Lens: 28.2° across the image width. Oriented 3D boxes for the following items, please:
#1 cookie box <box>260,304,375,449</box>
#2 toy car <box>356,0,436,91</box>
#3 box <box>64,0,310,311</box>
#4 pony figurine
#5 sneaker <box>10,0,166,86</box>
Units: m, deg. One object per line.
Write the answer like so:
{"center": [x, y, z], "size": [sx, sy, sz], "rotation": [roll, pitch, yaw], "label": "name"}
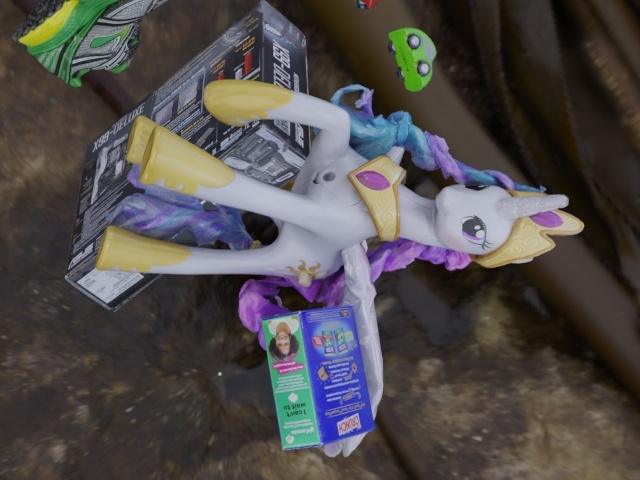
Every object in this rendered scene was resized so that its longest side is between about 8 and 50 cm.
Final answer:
{"center": [-0.001, 0.110, 1.037], "size": [0.040, 0.092, 0.107], "rotation": [-13, 84, 29], "label": "cookie box"}
{"center": [0.124, -0.337, 1.910], "size": [0.053, 0.239, 0.225], "rotation": [-24, 101, -29], "label": "toy car"}
{"center": [-0.148, -0.096, 1.418], "size": [0.307, 0.242, 0.076], "rotation": [-36, 124, 25], "label": "box"}
{"center": [0.000, 0.000, 1.115], "size": [0.364, 0.351, 0.302], "rotation": [14, 62, -16], "label": "pony figurine"}
{"center": [-0.308, -0.346, 1.931], "size": [0.146, 0.344, 0.134], "rotation": [46, 44, -27], "label": "sneaker"}
